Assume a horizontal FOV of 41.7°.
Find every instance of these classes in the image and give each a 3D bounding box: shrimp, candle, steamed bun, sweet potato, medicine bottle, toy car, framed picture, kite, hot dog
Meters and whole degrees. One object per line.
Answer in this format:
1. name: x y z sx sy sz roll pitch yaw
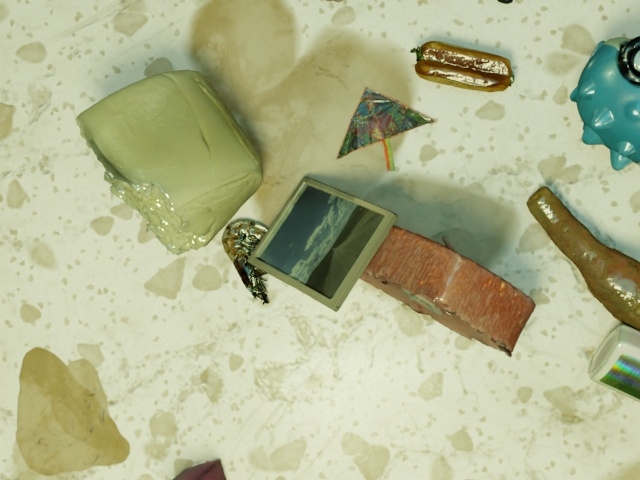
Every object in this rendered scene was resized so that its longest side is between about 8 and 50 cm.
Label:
1. shrimp: -0.116 0.036 1.514 0.091 0.034 0.161 -25 86 4
2. candle: 0.196 0.060 1.362 0.317 0.287 0.131 27 87 9
3. steamed bun: -0.257 -0.138 1.419 0.273 0.272 0.290 -41 89 3
4. sweet potato: 0.496 0.060 1.416 0.385 0.109 0.109 39 93 9
5. medicine bottle: 0.571 0.230 1.400 0.219 0.078 0.115 25 134 6
6. toy car: 0.523 -0.209 1.376 0.255 0.188 0.190 43 102 2
7. framed picture: 0.000 0.000 1.412 0.260 0.023 0.189 26 80 49
8. kite: 0.107 -0.200 1.507 0.190 0.010 0.159 -22 87 6
9. hot dog: 0.246 -0.301 1.471 0.188 0.055 0.072 15 87 6

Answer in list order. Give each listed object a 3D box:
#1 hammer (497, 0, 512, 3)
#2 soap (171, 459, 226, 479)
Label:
1. hammer: 0.328 -0.518 1.483 0.078 0.021 0.201 -3 89 6
2. soap: -0.188 0.527 1.440 0.081 0.181 0.259 -19 86 8
